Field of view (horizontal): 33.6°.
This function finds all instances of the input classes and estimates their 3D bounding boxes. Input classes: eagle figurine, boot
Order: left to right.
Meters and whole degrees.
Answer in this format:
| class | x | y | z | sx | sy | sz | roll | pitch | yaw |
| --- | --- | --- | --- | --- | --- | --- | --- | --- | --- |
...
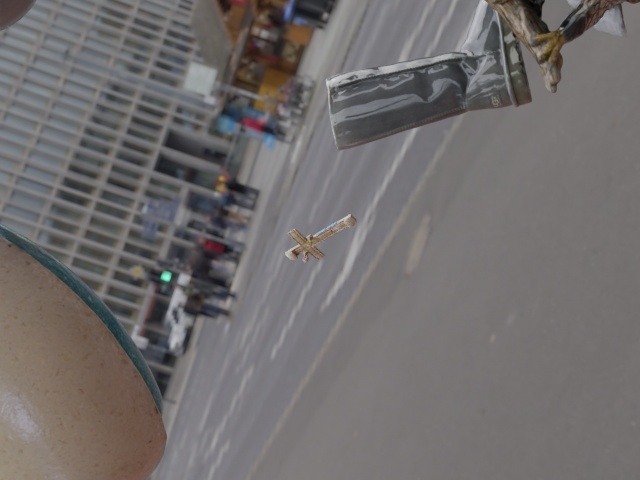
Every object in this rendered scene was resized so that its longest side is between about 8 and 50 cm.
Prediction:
| class | x | y | z | sx | sy | sz | roll | pitch | yaw |
| --- | --- | --- | --- | --- | --- | --- | --- | --- | --- |
| boot | 0.110 | -0.182 | 1.132 | 0.190 | 0.208 | 0.076 | -86 | -25 | -48 |
| eagle figurine | 0.283 | -0.274 | 0.935 | 0.298 | 0.226 | 0.225 | -40 | 38 | 29 |

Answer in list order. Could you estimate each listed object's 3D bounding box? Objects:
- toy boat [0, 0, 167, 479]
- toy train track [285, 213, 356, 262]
| class | x | y | z | sx | sy | sz | roll | pitch | yaw |
| --- | --- | --- | --- | --- | --- | --- | --- | --- | --- |
| toy boat | -0.183 | 0.001 | 0.500 | 0.148 | 0.267 | 0.318 | -51 | -26 | -54 |
| toy train track | 0.000 | 0.000 | 1.042 | 0.083 | 0.048 | 0.014 | -31 | 36 | 26 |
